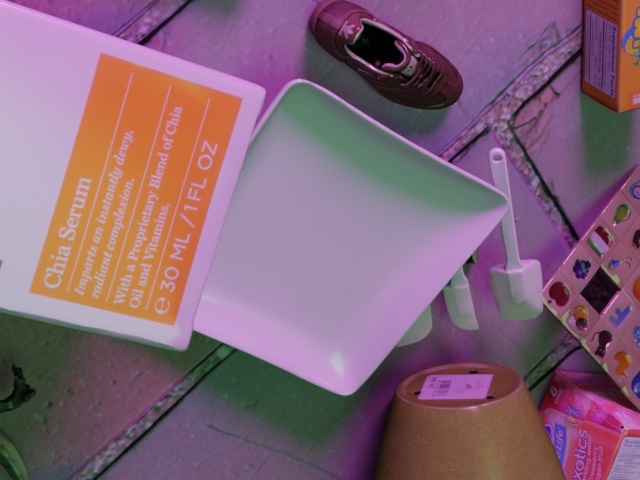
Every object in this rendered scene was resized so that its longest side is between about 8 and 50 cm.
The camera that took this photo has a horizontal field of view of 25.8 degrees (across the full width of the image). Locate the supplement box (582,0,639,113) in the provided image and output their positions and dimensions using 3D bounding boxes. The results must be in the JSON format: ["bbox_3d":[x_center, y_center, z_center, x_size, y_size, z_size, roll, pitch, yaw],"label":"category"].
[{"bbox_3d":[0.314,-0.250,1.404,0.078,0.080,0.233,-16,124,-18],"label":"supplement box"}]

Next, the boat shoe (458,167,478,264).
[{"bbox_3d":[0.138,-0.023,1.450,0.042,0.049,0.133,-9,137,16],"label":"boat shoe"}]

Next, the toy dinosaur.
[{"bbox_3d":[-0.334,0.147,1.272,0.118,0.064,0.268,-47,130,9],"label":"toy dinosaur"}]

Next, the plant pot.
[{"bbox_3d":[0.161,0.292,1.513,0.274,0.275,0.293,-13,107,-22],"label":"plant pot"}]

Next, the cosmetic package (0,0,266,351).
[{"bbox_3d":[-0.295,-0.082,1.062,0.453,0.161,0.230,15,94,-28],"label":"cosmetic package"}]

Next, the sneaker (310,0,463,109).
[{"bbox_3d":[0.072,-0.164,1.320,0.188,0.071,0.066,23,102,-35],"label":"sneaker"}]

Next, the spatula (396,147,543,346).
[{"bbox_3d":[0.139,0.007,1.435,0.168,0.019,0.242,-9,128,7],"label":"spatula"}]

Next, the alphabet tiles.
[{"bbox_3d":[0.371,0.067,1.573,0.237,0.009,0.198,46,73,-21],"label":"alphabet tiles"}]

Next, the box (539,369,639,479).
[{"bbox_3d":[0.406,0.259,1.678,0.300,0.142,0.154,7,111,-31],"label":"box"}]

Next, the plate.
[{"bbox_3d":[0.000,0.000,1.350,0.277,0.045,0.278,27,112,-29],"label":"plate"}]
